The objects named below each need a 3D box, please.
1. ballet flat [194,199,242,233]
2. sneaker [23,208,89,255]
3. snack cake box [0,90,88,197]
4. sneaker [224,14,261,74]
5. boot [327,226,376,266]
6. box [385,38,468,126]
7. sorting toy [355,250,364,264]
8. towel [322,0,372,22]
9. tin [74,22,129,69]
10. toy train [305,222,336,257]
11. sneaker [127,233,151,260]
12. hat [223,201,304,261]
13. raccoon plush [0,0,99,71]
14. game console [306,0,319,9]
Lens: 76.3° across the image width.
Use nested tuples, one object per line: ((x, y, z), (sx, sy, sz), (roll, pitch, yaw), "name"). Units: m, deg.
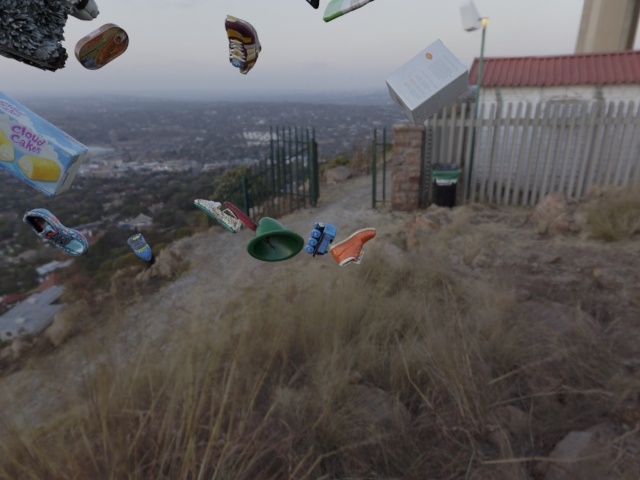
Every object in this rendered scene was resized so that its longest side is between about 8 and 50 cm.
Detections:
((-0.454, -0.122, 1.840), (0.241, 0.077, 0.091), (37, -17, -3), "ballet flat")
((-1.055, -0.020, 1.615), (0.262, 0.104, 0.125), (37, 0, -10), "sneaker")
((-0.793, -0.258, 1.094), (0.264, 0.152, 0.089), (34, 22, -14), "snack cake box")
((-0.192, -0.467, 0.989), (0.069, 0.084, 0.185), (23, 3, 7), "sneaker")
((0.109, 0.020, 1.230), (0.158, 0.059, 0.085), (-28, 65, -1), "boot")
((0.283, -0.415, 1.081), (0.170, 0.130, 0.091), (-34, -23, 9), "box")
((0.107, 0.045, 1.426), (0.083, 0.012, 0.062), (21, 50, 7), "sorting toy")
((0.078, -0.325, 0.489), (0.152, 0.023, 0.113), (-3, 50, 39), "towel")
((-0.744, -0.661, 1.387), (0.040, 0.106, 0.189), (43, 73, 11), "tin")
((0.000, 0.000, 1.807), (0.105, 0.184, 0.080), (21, 41, -4), "toy train")
((-0.806, 0.033, 1.828), (0.069, 0.082, 0.209), (-33, 35, -20), "sneaker")
((-0.163, -0.055, 1.293), (0.173, 0.184, 0.208), (-33, -36, 27), "hat")
((-0.657, -0.554, 0.823), (0.216, 0.299, 0.446), (18, 3, 12), "raccoon plush")
((-0.069, -0.729, 1.134), (0.085, 0.124, 0.144), (-28, 67, -21), "game console")
